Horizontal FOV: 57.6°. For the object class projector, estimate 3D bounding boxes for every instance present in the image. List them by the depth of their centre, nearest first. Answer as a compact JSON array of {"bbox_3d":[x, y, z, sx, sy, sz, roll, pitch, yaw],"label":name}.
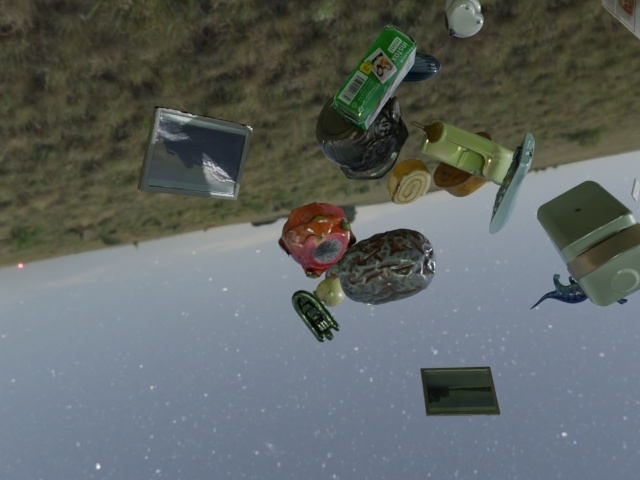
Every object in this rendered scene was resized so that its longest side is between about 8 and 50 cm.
[{"bbox_3d":[0.583,0.007,1.225,0.163,0.177,0.242,-33,-162,16],"label":"projector"}]

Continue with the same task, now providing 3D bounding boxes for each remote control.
[{"bbox_3d":[0.459,-0.126,1.395,0.051,0.103,0.293,15,151,11],"label":"remote control"}]

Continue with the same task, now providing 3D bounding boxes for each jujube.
[{"bbox_3d":[0.208,0.087,1.877,0.316,0.226,0.226,-15,-179,27],"label":"jujube"}]

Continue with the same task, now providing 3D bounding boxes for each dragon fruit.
[{"bbox_3d":[0.000,0.000,2.197,0.290,0.291,0.189,-12,-132,-20],"label":"dragon fruit"}]

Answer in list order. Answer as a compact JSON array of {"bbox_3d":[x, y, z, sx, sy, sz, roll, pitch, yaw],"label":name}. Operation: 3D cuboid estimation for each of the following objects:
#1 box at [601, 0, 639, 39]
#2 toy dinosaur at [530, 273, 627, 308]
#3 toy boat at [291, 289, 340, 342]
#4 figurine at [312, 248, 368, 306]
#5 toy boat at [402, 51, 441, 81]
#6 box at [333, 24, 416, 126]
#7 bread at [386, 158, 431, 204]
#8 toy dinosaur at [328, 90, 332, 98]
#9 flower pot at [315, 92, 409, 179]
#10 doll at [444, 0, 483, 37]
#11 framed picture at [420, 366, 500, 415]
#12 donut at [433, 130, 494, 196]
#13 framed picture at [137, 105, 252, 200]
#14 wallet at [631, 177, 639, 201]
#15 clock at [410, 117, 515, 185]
[{"bbox_3d":[0.988,-0.752,1.785,0.095,0.330,0.210,-22,140,9],"label":"box"},{"bbox_3d":[0.895,0.163,2.035,0.329,0.145,0.076,-10,154,41],"label":"toy dinosaur"},{"bbox_3d":[-0.021,0.261,2.040,0.104,0.210,0.052,-39,178,24],"label":"toy boat"},{"bbox_3d":[0.100,0.173,2.351,0.226,0.274,0.394,-45,178,29],"label":"figurine"},{"bbox_3d":[0.326,-0.673,2.236,0.295,0.114,0.122,-2,-141,-13],"label":"toy boat"},{"bbox_3d":[0.141,-0.412,1.493,0.250,0.103,0.180,-53,177,7],"label":"box"},{"bbox_3d":[0.279,-0.179,1.817,0.122,0.073,0.149,-1,136,-20],"label":"bread"},{"bbox_3d":[0.052,-0.470,2.122,0.039,0.126,0.162,35,-160,34],"label":"toy dinosaur"},{"bbox_3d":[0.142,-0.349,1.868,0.301,0.302,0.213,-8,148,35],"label":"flower pot"},{"bbox_3d":[0.414,-0.665,1.686,0.106,0.110,0.181,-28,-149,37],"label":"doll"},{"bbox_3d":[0.556,0.604,2.336,0.289,0.016,0.213,-1,-133,2],"label":"framed picture"},{"bbox_3d":[0.578,-0.285,2.262,0.277,0.108,0.278,-42,-158,22],"label":"donut"},{"bbox_3d":[-0.285,-0.196,1.357,0.265,0.192,0.018,2,-163,-44],"label":"framed picture"},{"bbox_3d":[1.159,-0.186,2.141,0.011,0.044,0.083,-7,-130,48],"label":"wallet"},{"bbox_3d":[0.450,-0.287,1.840,0.348,0.117,0.286,28,-165,24],"label":"clock"}]
